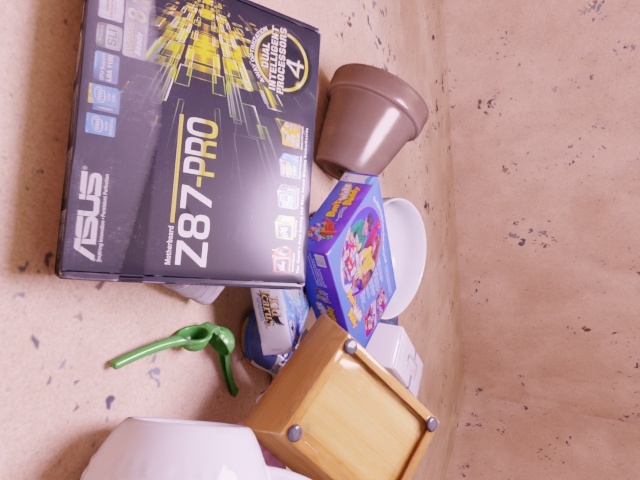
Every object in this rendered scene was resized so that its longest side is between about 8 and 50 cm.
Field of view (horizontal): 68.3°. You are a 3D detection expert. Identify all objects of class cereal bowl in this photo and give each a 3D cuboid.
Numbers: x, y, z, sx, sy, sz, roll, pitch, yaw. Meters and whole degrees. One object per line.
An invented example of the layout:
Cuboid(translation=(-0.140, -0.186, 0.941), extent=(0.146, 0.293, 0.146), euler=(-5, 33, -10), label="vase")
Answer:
Cuboid(translation=(0.157, 0.043, 1.335), extent=(0.339, 0.141, 0.339), euler=(-12, 107, -46), label="cereal bowl")

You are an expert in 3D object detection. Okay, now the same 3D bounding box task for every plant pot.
Cuboid(translation=(0.099, -0.264, 1.168), extent=(0.229, 0.263, 0.263), euler=(-62, 148, -7), label="plant pot")

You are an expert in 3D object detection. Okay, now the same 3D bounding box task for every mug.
Cuboid(translation=(-0.141, 0.403, 0.584), extent=(0.276, 0.374, 0.328), euler=(122, -26, -68), label="mug")

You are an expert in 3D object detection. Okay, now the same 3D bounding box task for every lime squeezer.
Cuboid(translation=(-0.207, 0.184, 0.783), extent=(0.110, 0.059, 0.310), euler=(-51, 147, -4), label="lime squeezer")

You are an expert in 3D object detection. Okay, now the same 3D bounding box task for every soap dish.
Cuboid(translation=(0.050, 0.301, 0.782), extent=(0.291, 0.118, 0.229), euler=(46, 63, -14), label="soap dish")

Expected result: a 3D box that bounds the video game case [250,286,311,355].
Cuboid(translation=(-0.073, 0.044, 0.902), extent=(0.269, 0.061, 0.244), euler=(-65, 146, -73), label="video game case")

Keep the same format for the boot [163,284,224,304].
Cuboid(translation=(-0.180, -0.025, 0.782), extent=(0.123, 0.095, 0.258), euler=(62, 43, -61), label="boot")

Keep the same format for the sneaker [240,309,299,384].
Cuboid(translation=(-0.057, 0.245, 0.981), extent=(0.112, 0.131, 0.296), euler=(-65, 144, -34), label="sneaker")

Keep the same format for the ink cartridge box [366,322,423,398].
Cuboid(translation=(0.153, 0.332, 1.319), extent=(0.283, 0.207, 0.117), euler=(57, 45, -50), label="ink cartridge box")

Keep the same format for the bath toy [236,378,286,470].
Cuboid(translation=(-0.101, 0.375, 0.829), extent=(0.348, 0.151, 0.129), euler=(-40, 154, -26), label="bath toy")

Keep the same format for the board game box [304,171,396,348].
Cuboid(translation=(0.068, 0.064, 1.007), extent=(0.233, 0.078, 0.347), euler=(-55, 144, -36), label="board game box")

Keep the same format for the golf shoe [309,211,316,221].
Cuboid(translation=(0.000, 0.000, 1.116), extent=(0.198, 0.094, 0.077), euler=(-62, 143, -43), label="golf shoe")

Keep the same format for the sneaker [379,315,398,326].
Cuboid(translation=(0.210, 0.293, 1.510), extent=(0.350, 0.131, 0.148), euler=(56, 48, -49), label="sneaker")

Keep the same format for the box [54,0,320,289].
Cuboid(translation=(-0.162, -0.137, 0.641), extent=(0.318, 0.097, 0.395), euler=(7, 85, -32), label="box")
